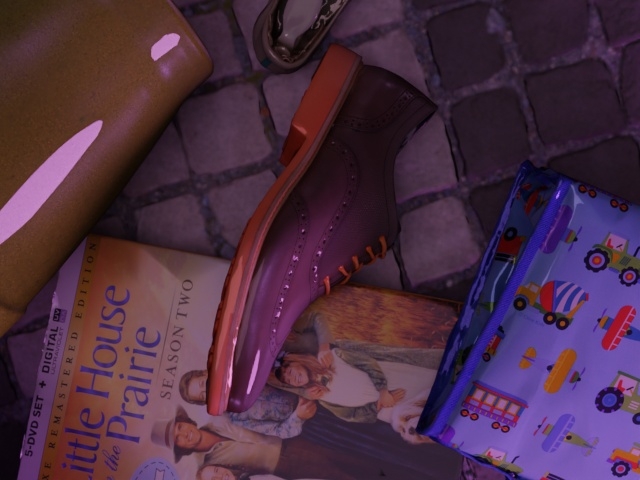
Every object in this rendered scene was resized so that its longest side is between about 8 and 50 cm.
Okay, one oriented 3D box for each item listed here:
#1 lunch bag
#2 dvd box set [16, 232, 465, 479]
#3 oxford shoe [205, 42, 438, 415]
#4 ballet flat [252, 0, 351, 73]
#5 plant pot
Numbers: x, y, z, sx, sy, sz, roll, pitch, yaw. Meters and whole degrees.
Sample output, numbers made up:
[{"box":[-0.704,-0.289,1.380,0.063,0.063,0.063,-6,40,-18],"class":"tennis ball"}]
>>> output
[{"box":[0.235,0.108,1.122,0.221,0.138,0.293,22,96,-8],"class":"lunch bag"},{"box":[-0.068,0.173,1.214,0.420,0.062,0.308,11,86,8],"class":"dvd box set"},{"box":[0.000,0.000,1.139,0.132,0.130,0.364,23,77,-2],"class":"oxford shoe"},{"box":[0.017,-0.265,1.179,0.086,0.086,0.248,32,98,5],"class":"ballet flat"},{"box":[-0.297,-0.132,1.123,0.353,0.366,0.366,-40,88,-2],"class":"plant pot"}]
